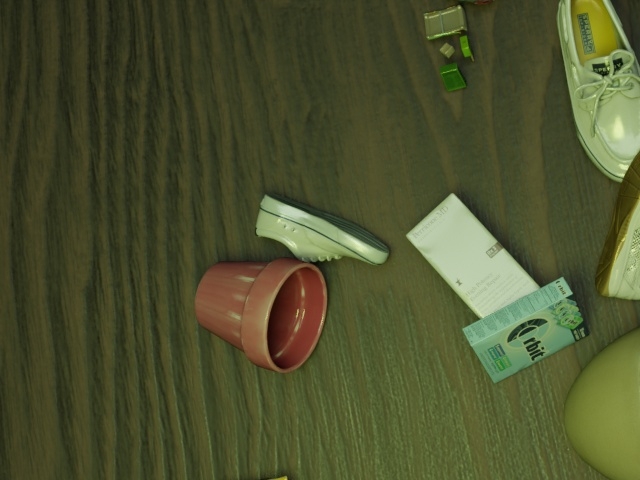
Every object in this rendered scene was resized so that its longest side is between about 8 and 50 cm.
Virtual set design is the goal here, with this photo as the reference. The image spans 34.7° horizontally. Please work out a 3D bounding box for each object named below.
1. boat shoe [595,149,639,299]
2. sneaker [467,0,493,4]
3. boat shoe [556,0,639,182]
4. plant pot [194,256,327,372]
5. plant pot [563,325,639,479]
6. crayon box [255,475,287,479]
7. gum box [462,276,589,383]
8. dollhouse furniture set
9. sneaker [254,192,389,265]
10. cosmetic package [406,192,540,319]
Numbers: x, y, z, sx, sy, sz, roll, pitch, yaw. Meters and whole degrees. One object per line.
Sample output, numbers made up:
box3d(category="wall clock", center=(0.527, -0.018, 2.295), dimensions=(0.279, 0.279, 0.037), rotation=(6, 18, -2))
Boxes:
box3d(category="boat shoe", center=(0.546, -0.031, 1.719), dimensions=(0.096, 0.098, 0.277), rotation=(12, 109, -3))
box3d(category="sneaker", center=(0.312, -0.553, 1.877), dimensions=(0.125, 0.104, 0.261), rotation=(18, 89, -3))
box3d(category="boat shoe", center=(0.492, -0.282, 1.750), dimensions=(0.136, 0.156, 0.367), rotation=(-12, 79, 10))
box3d(category="plant pot", center=(-0.113, 0.117, 1.811), dimensions=(0.180, 0.201, 0.201), rotation=(14, 84, 30))
box3d(category="plant pot", center=(0.504, 0.278, 1.630), dimensions=(0.191, 0.284, 0.284), rotation=(-21, 75, 45))
box3d(category="crayon box", center=(-0.183, 0.543, 1.805), dimensions=(0.323, 0.083, 0.203), rotation=(-14, 79, 10))
box3d(category="gum box", center=(0.346, 0.153, 1.715), dimensions=(0.184, 0.157, 0.041), rotation=(-28, 51, 7))
box3d(category="dollhouse furniture set", center=(0.240, -0.355, 1.885), dimensions=(0.076, 0.058, 0.151), rotation=(-14, 59, 17))
box3d(category="sneaker", center=(0.000, 0.000, 1.858), dimensions=(0.258, 0.094, 0.091), rotation=(24, 105, 19))
box3d(category="cosmetic package", center=(0.267, 0.042, 1.787), dimensions=(0.117, 0.085, 0.231), rotation=(-43, 77, 2))
